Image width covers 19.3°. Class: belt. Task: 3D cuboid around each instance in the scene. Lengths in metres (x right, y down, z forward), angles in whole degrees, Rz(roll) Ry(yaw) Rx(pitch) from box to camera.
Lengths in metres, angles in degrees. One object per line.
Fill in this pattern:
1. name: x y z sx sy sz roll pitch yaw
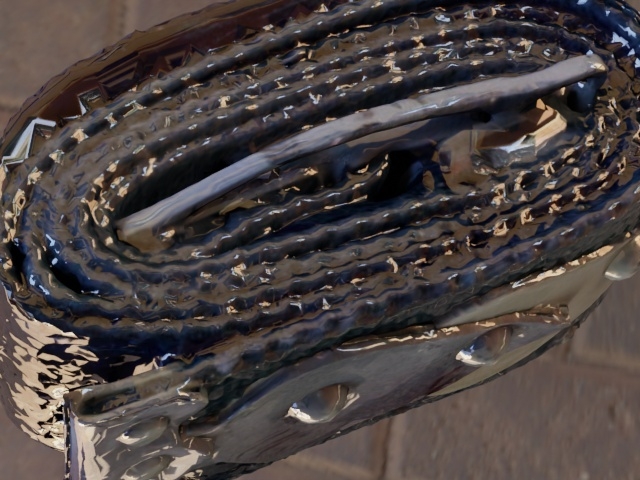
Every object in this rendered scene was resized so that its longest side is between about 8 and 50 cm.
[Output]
1. belt: 0.000 0.000 0.586 0.218 0.128 0.122 -19 66 -16
